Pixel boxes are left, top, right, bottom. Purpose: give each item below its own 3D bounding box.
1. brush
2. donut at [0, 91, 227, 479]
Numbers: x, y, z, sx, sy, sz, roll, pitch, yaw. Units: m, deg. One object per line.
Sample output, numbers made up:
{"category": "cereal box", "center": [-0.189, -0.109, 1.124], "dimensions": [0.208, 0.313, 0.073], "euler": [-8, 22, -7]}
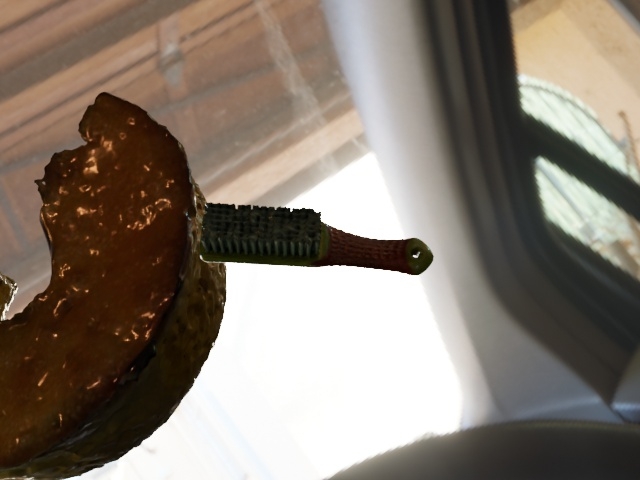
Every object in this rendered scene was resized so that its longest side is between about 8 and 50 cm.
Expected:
{"category": "brush", "center": [0.000, 0.000, 0.340], "dimensions": [0.083, 0.018, 0.021], "euler": [6, -28, -6]}
{"category": "donut", "center": [-0.289, 0.080, 1.004], "dimensions": [0.435, 0.377, 0.163], "euler": [-23, -35, 10]}
